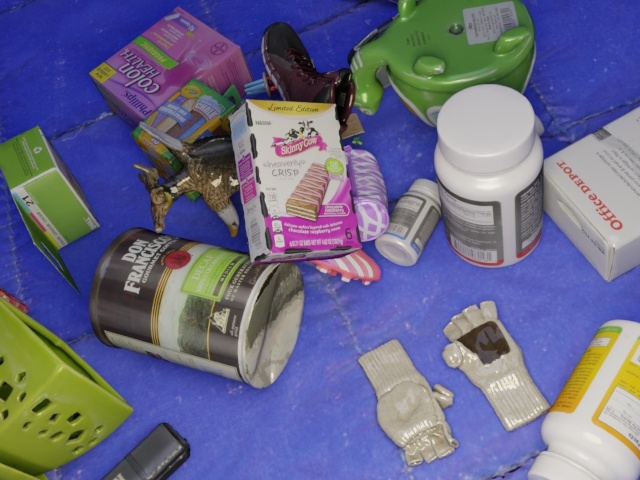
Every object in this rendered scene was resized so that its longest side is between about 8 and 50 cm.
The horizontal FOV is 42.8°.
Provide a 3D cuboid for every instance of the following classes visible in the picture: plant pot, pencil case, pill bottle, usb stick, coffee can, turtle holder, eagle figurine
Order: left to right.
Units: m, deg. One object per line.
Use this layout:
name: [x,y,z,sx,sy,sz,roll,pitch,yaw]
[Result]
plant pot: [-0.469,0.245,1.258,0.228,0.227,0.207,35,77,30]
usb stick: [-0.313,0.389,1.222,0.278,0.045,0.077,-43,58,-14]
coffee can: [-0.190,0.102,1.288,0.275,0.201,0.201,12,61,21]
eagle figurine: [-0.151,-0.110,1.391,0.298,0.225,0.226,-21,59,-7]
pencil case: [0.067,-0.083,1.378,0.086,0.088,0.206,-21,32,8]
pill bottle: [0.154,-0.032,1.363,0.078,0.078,0.137,20,64,26]
turtle holder: [0.219,-0.295,1.432,0.320,0.227,0.243,-33,56,-7]
pill bottle: [0.259,-0.095,1.251,0.161,0.283,0.161,-7,55,10]
pill bottle: [0.380,0.239,1.085,0.136,0.136,0.245,27,67,29]

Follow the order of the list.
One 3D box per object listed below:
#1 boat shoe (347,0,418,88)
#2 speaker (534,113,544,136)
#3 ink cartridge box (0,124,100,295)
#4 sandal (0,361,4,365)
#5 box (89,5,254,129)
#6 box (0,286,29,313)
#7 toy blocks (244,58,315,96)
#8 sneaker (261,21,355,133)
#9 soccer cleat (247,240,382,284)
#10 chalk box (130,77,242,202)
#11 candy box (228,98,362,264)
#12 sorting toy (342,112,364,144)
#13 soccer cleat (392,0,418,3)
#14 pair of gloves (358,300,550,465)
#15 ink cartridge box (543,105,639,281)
boat shoe: [0.186,-0.420,1.595,0.302,0.114,0.091,-37,61,-12]
speaker: [0.323,-0.170,1.427,0.136,0.055,0.055,-35,55,-9]
ink cartridge box: [-0.474,-0.052,1.476,0.097,0.189,0.255,-31,56,-9]
sandal: [-0.737,0.179,1.451,0.416,0.102,0.169,8,73,5]
box: [-0.300,-0.326,1.657,0.243,0.117,0.213,-42,57,-14]
box: [-0.621,0.170,1.333,0.128,0.122,0.257,32,76,10]
toy blocks: [-0.074,-0.292,1.613,0.148,0.054,0.123,-15,54,5]
sneaker: [-0.006,-0.298,1.471,0.106,0.162,0.281,-8,74,-39]
soccer cleat: [0.000,0.000,1.304,0.095,0.248,0.083,-70,20,0]
chalk box: [-0.222,-0.205,1.546,0.213,0.132,0.132,-44,57,-14]
candy box: [-0.038,-0.088,1.217,0.159,0.071,0.233,-4,76,-32]
sorting toy: [0.051,-0.205,1.547,0.062,0.012,0.083,-16,51,-2]
soccer cleat: [0.156,-0.559,1.693,0.318,0.116,0.108,13,61,23]
pair of gloves: [0.191,0.210,1.213,0.240,0.042,0.204,-21,54,1]
ink cartridge box: [0.507,-0.090,1.286,0.273,0.114,0.197,-28,55,-6]
